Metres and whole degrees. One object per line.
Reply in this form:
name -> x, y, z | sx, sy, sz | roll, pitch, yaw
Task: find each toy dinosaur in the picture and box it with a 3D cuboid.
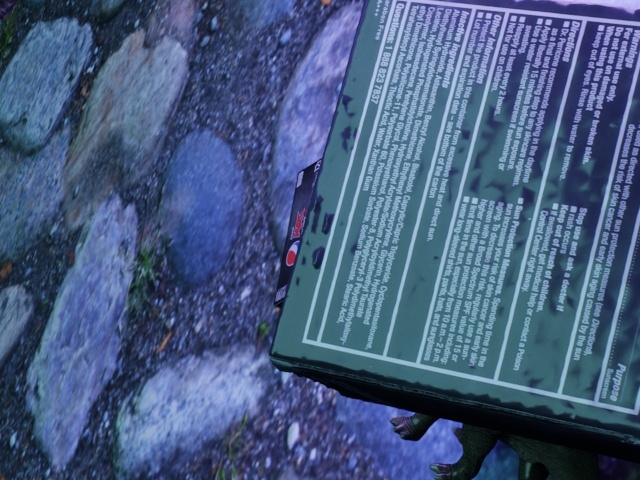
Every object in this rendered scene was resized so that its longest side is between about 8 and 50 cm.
toy dinosaur -> 0.152, 0.124, 1.327 | 0.160, 0.121, 0.313 | -62, 23, 19

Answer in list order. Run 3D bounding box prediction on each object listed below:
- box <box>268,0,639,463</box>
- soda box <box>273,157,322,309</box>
box -> 0.161, -0.008, 1.202 | 0.294, 0.182, 0.296 | 11, 80, 29
soda box -> 0.000, 0.000, 1.771 | 0.053, 0.060, 0.169 | -28, 43, 48
